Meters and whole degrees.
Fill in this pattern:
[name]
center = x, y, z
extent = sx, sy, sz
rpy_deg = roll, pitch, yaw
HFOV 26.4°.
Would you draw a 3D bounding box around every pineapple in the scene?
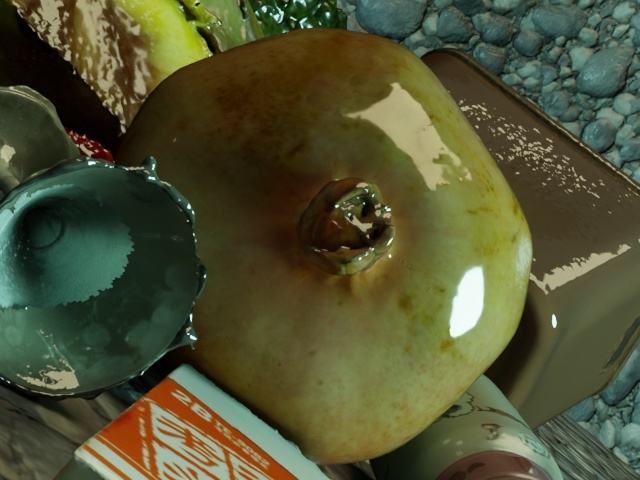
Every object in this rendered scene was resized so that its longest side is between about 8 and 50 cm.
[pineapple]
center = -0.172, -0.121, 0.949
extent = 0.334, 0.158, 0.161
rpy_deg = 40, -38, -25

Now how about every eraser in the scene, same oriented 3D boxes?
[eraser]
center = -0.030, 0.130, 0.608
extent = 0.157, 0.038, 0.230
rpy_deg = 39, 5, 1

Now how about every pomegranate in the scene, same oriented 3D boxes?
[pomegranate]
center = 0.000, 0.000, 0.780
extent = 0.270, 0.229, 0.252
rpy_deg = 90, -24, -83

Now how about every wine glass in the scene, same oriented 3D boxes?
[wine glass]
center = -0.142, -0.009, 0.681
extent = 0.122, 0.122, 0.183
rpy_deg = 36, 1, -33

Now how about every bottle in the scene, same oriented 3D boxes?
[bottle]
center = 0.096, 0.160, 0.871
extent = 0.110, 0.110, 0.233
rpy_deg = 38, 6, -12

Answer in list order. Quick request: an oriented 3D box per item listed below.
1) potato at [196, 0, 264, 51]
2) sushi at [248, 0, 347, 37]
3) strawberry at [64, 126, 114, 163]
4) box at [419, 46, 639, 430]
[potato]
center = -0.135, -0.118, 1.117
extent = 0.351, 0.218, 0.202
rpy_deg = 44, -34, -15
[sushi]
center = -0.120, -0.186, 1.388
extent = 0.294, 0.178, 0.352
rpy_deg = 32, -28, 24
[strawberry]
center = -0.162, -0.026, 0.858
extent = 0.096, 0.083, 0.083
rpy_deg = 41, 3, -31
[box]
center = 0.121, 0.014, 1.281
extent = 0.339, 0.239, 0.229
rpy_deg = 41, 40, 23
